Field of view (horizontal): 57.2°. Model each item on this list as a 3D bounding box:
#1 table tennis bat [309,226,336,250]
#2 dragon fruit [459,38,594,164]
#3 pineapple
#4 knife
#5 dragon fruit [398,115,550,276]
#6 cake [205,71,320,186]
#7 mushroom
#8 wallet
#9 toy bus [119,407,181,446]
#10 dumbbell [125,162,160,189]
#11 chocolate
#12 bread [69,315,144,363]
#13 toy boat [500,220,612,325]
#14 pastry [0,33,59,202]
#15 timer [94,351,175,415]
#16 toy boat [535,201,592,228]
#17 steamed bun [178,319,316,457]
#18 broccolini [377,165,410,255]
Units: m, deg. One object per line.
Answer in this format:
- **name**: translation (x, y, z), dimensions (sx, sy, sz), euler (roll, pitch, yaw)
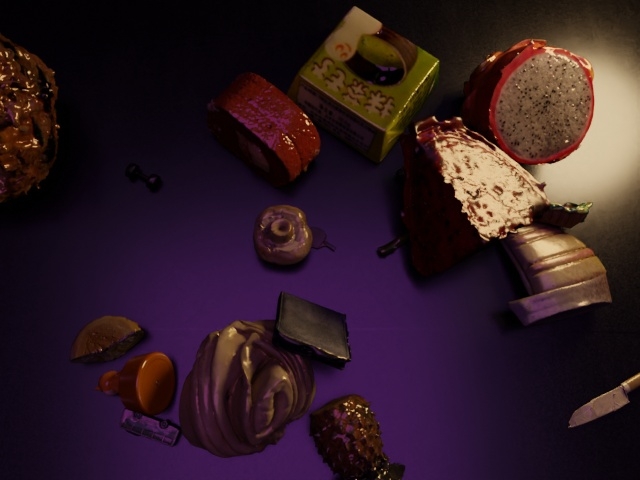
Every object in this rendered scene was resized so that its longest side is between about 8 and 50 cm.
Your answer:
- **table tennis bat**: translation (0.000, 0.000, 1.412), dimensions (0.083, 0.007, 0.050), euler (31, 75, 7)
- **dragon fruit**: translation (0.482, -0.334, 1.429), dimensions (0.306, 0.226, 0.305), euler (-4, 105, -15)
- **pineapple**: translation (0.096, 0.478, 1.222), dimensions (0.170, 0.141, 0.309), euler (-20, 83, -34)
- **knife**: translation (0.688, 0.353, 1.342), dimensions (0.298, 0.017, 0.047), euler (-25, 83, -10)
- **dragon fruit**: translation (0.312, -0.116, 1.360), dimensions (0.286, 0.228, 0.329), euler (-25, 76, -31)
- **cake**: translation (-0.138, -0.264, 1.392), dimensions (0.283, 0.177, 0.151), euler (41, 76, 7)
- **mushroom**: translation (-0.089, -0.012, 1.357), dimensions (0.148, 0.112, 0.147), euler (-1, 67, 2)
- **wallet**: translation (-0.020, 0.186, 1.251), dimensions (0.168, 0.222, 0.036), euler (20, 107, -8)
- **toy bus**: translation (-0.367, 0.401, 1.264), dimensions (0.131, 0.037, 0.052), euler (20, 79, 1)
- **dumbbell**: translation (-0.430, -0.155, 1.418), dimensions (0.083, 0.040, 0.036), euler (27, 43, 4)
- **chocolate**: translation (0.111, -0.398, 1.464), dimensions (0.301, 0.137, 0.288), euler (34, 75, 7)
- **bread**: translation (-0.478, 0.215, 1.286), dimensions (0.157, 0.083, 0.094), euler (-37, 76, -14)
- **toy boat**: translation (0.552, 0.064, 1.377), dimensions (0.276, 0.111, 0.293), euler (4, 64, -9)
- **pastry**: translation (-0.724, -0.286, 1.274), dimensions (0.293, 0.405, 0.337), euler (1, 52, 0)
- **timer**: translation (-0.412, 0.307, 1.260), dimensions (0.152, 0.132, 0.131), euler (-5, 73, 21)
- **toy boat**: translation (0.499, -0.101, 1.419), dimensions (0.293, 0.108, 0.099), euler (21, 104, 4)
- **steamed bun**: translation (-0.156, 0.300, 1.216), dimensions (0.290, 0.203, 0.275), euler (-9, 73, -4)
- **broccolini**: translation (0.202, -0.087, 1.426), dimensions (0.123, 0.062, 0.271), euler (32, 77, 12)
